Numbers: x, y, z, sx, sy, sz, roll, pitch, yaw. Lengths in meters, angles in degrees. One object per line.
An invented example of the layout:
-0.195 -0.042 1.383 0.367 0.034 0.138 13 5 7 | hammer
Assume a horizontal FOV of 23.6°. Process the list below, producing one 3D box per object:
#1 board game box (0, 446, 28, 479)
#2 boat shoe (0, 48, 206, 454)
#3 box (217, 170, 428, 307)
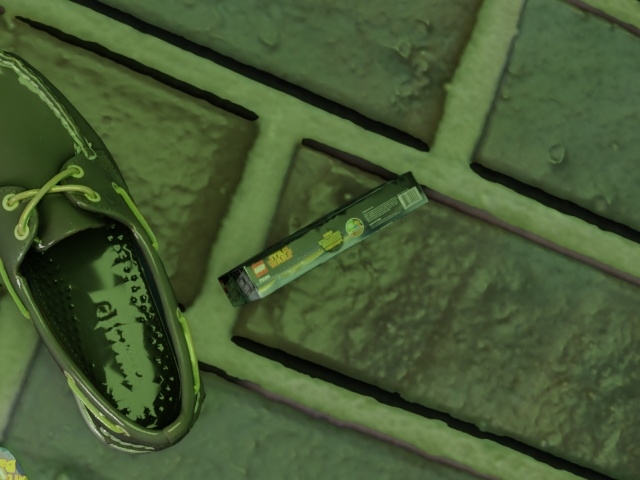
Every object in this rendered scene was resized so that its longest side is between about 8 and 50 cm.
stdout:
-0.268 0.193 1.004 0.168 0.033 0.133 13 80 -13 | board game box
-0.165 0.001 1.023 0.109 0.091 0.305 -27 90 -16 | boat shoe
0.000 0.000 1.065 0.137 0.094 0.027 -30 91 -16 | box
